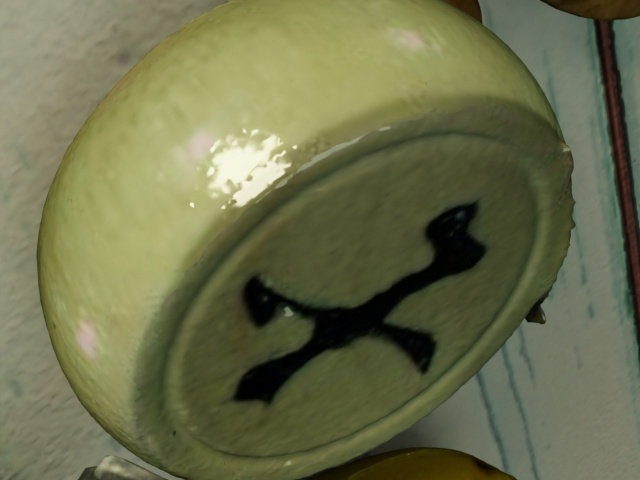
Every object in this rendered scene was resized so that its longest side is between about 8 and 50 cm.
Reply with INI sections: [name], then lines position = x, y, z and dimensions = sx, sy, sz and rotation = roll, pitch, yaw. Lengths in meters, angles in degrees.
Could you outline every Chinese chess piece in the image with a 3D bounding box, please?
[Chinese chess piece]
position = 0.000, 0.000, 0.599
dimensions = 0.238, 0.092, 0.237
rotation = -23, 140, -20

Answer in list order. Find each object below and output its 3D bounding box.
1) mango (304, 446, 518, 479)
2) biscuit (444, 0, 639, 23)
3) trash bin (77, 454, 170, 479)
[mango]
position = 0.017, 0.199, 0.780
dimensions = 0.262, 0.130, 0.167
rotation = 2, 123, -39
[biscuit]
position = 0.116, -0.220, 0.596
dimensions = 0.367, 0.063, 0.314
rotation = 21, 102, -52
[trash bin]
position = -0.135, 0.308, 0.578
dimensions = 0.256, 0.296, 0.367
rotation = -7, 134, -26
